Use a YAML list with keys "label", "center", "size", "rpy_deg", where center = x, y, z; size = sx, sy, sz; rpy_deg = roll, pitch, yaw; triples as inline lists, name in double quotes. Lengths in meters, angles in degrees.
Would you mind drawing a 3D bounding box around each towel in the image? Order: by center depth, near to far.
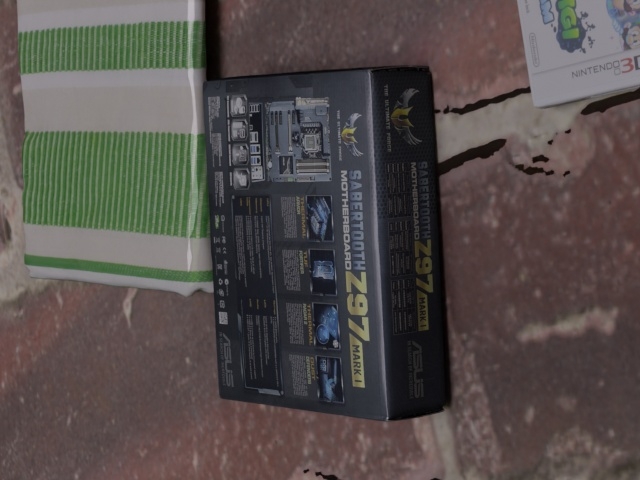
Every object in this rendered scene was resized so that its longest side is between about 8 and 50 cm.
- label: "towel"
  center: [-0.161, -0.124, 1.493]
  size: [0.248, 0.038, 0.325]
  rpy_deg: [5, 98, 49]

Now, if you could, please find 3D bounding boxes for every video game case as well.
- label: "video game case"
  center: [0.167, -0.165, 1.100]
  size: [0.143, 0.019, 0.157]
  rpy_deg: [-10, 88, 50]

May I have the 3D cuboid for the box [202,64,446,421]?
- label: "box"
  center: [0.000, 0.000, 1.298]
  size: [0.183, 0.059, 0.233]
  rpy_deg: [1, 96, 51]
